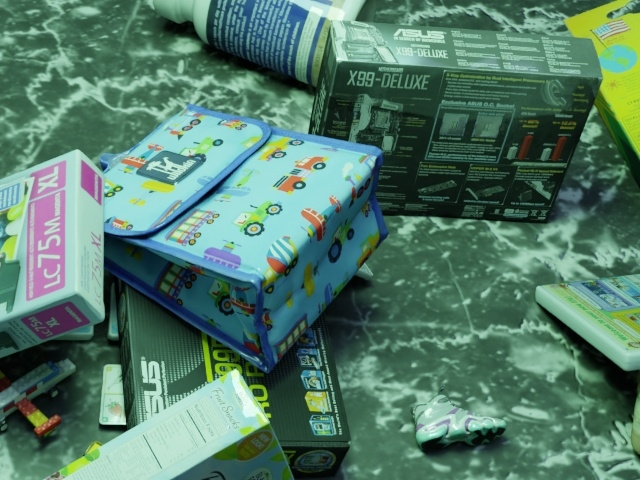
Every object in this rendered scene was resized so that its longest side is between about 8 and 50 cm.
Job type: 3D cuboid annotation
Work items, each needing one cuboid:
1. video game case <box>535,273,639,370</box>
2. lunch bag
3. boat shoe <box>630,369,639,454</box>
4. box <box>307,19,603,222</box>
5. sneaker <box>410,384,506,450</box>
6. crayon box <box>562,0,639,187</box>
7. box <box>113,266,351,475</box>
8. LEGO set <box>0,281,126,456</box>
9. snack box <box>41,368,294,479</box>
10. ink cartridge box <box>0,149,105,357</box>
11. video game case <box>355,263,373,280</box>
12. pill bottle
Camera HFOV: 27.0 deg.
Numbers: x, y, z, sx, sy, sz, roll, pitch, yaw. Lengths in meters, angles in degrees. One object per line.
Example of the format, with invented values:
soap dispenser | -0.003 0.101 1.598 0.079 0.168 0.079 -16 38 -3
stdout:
video game case | 0.372 0.084 1.483 0.193 0.023 0.212 -6 20 -16
lunch bag | -0.112 -0.030 1.395 0.293 0.138 0.221 23 52 26
boat shoe | 0.500 0.182 1.430 0.341 0.110 0.121 2 26 -4
box | 0.145 -0.133 1.557 0.308 0.242 0.076 2 48 -8
sneaker | 0.143 0.181 1.408 0.098 0.038 0.069 -4 50 -15
crayon box | 0.468 -0.200 1.743 0.202 0.081 0.318 -19 51 3
box | -0.098 0.116 1.388 0.216 0.060 0.270 5 47 -18
LEGO set | -0.264 0.125 1.371 0.183 0.060 0.244 2 48 -5
snack box | -0.132 0.225 1.186 0.207 0.174 0.070 -31 58 -9
ink cartridge box | -0.361 0.041 1.325 0.311 0.065 0.185 -21 49 16
video game case | 0.000 0.000 1.509 0.122 0.011 0.087 23 24 -46
pill bottle | -0.072 -0.306 1.733 0.265 0.153 0.153 22 48 9
